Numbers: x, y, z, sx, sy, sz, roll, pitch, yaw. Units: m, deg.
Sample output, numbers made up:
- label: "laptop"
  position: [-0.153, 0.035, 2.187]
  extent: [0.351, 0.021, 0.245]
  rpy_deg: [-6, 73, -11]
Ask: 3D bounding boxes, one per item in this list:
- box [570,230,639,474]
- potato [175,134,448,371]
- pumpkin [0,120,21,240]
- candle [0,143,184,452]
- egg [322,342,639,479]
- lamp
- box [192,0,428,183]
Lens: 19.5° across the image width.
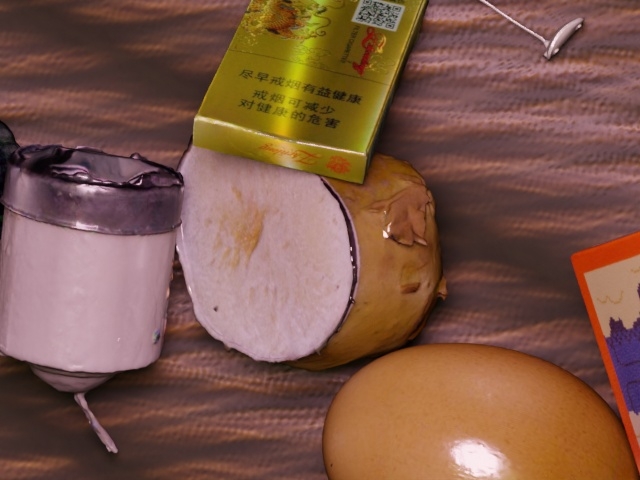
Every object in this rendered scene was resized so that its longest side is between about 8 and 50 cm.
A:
- label: "box"
  position: [0.479, 0.066, 1.714]
  extent: [0.348, 0.318, 0.257]
  rpy_deg: [-15, 87, -26]
- label: "potato"
  position: [0.000, 0.000, 1.900]
  extent: [0.299, 0.196, 0.246]
  rpy_deg: [44, 119, 37]
- label: "pumpkin"
  position: [-0.402, -0.054, 1.961]
  extent: [0.202, 0.140, 0.202]
  rpy_deg: [0, 91, 6]
- label: "candle"
  position: [-0.242, 0.062, 1.905]
  extent: [0.187, 0.187, 0.330]
  rpy_deg: [9, 103, 6]
- label: "egg"
  position: [0.157, 0.227, 1.834]
  extent: [0.322, 0.250, 0.250]
  rpy_deg: [19, 90, 5]
- label: "lamp"
  position: [0.179, -0.261, 1.951]
  extent: [0.198, 0.050, 0.056]
  rpy_deg: [34, 95, 4]
- label: "box"
  position: [-0.002, -0.183, 1.869]
  extent: [0.173, 0.311, 0.043]
  rpy_deg: [13, 133, 6]
